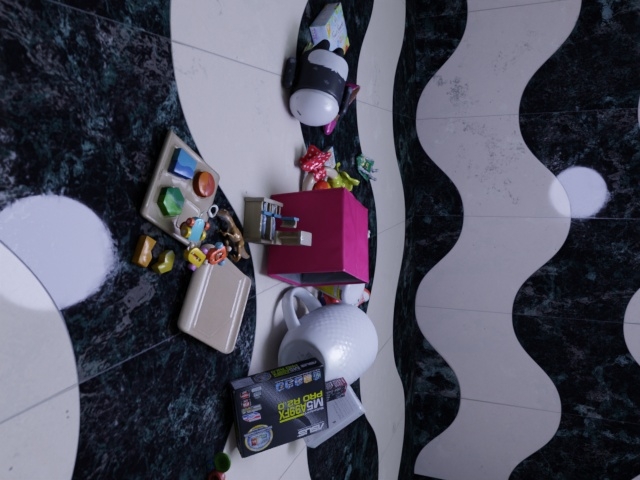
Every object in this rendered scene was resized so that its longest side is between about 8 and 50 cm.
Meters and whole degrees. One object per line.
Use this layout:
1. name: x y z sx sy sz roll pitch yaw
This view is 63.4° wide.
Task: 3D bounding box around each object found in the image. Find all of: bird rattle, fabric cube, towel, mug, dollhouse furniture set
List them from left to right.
1. dollhouse furniture set: -0.111 -0.051 1.489 0.129 0.184 0.129 11 82 -68
2. towel: -0.032 -0.619 1.845 0.110 0.027 0.148 -68 150 -42
3. mug: -0.011 0.326 1.723 0.374 0.276 0.328 62 23 8
4. fabric cube: 0.000 0.000 1.655 0.259 0.254 0.258 31 56 -64
5. bird rattle: 0.012 -0.207 1.849 0.253 0.143 0.207 18 98 -54

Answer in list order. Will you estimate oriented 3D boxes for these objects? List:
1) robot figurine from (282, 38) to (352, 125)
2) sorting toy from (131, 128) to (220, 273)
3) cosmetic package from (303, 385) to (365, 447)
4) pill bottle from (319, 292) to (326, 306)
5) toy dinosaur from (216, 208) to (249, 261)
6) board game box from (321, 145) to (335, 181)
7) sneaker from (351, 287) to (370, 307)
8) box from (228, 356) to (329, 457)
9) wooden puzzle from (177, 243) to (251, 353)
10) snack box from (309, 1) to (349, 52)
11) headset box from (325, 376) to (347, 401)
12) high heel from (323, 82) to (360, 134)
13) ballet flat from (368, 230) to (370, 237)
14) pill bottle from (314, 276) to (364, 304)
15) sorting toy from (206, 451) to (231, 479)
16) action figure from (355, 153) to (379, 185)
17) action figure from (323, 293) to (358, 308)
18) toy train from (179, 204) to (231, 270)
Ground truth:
1. robot figurine: -0.006 -0.518 1.722 0.173 0.209 0.278 62 39 -74
2. sorting toy: -0.316 -0.065 1.170 0.229 0.041 0.307 51 45 -58
3. cosmetic package: 0.030 0.616 1.827 0.117 0.231 0.085 54 0 32
4. pill bottle: 0.052 0.245 2.021 0.112 0.112 0.186 49 46 -60
5. toy dinosaur: -0.222 0.011 1.383 0.112 0.064 0.211 -69 152 -41
6. board game box: 0.019 -0.288 2.002 0.154 0.026 0.103 -57 143 -52
7. sneaker: 0.145 0.263 2.300 0.270 0.090 0.145 57 50 -62
8. box: -0.114 0.472 1.475 0.270 0.060 0.216 -10 106 -22
9. wooden puzzle: -0.266 0.152 1.310 0.238 0.044 0.221 53 44 -58
10. snack box: 0.038 -0.766 1.947 0.207 0.070 0.174 -68 151 -42
11. headset box: 0.042 0.449 1.557 0.032 0.083 0.062 55 -32 42
12. high heel: 0.081 -0.513 2.015 0.082 0.117 0.244 62 36 -52
13. ballet flat: 0.101 0.037 2.119 0.409 0.147 0.147 -34 123 -62
14. pill bottle: 0.042 0.136 1.830 0.117 0.215 0.117 -27 128 -41
15. sorting toy: -0.260 0.590 1.347 0.102 0.061 0.042 -66 160 7
16. action figure: 0.216 -0.349 2.452 0.232 0.063 0.137 27 70 -62
17. action figure: 0.109 0.160 1.936 0.139 0.091 0.280 25 96 -34
18. toy train: -0.270 -0.002 1.186 0.125 0.046 0.166 -40 139 -40
